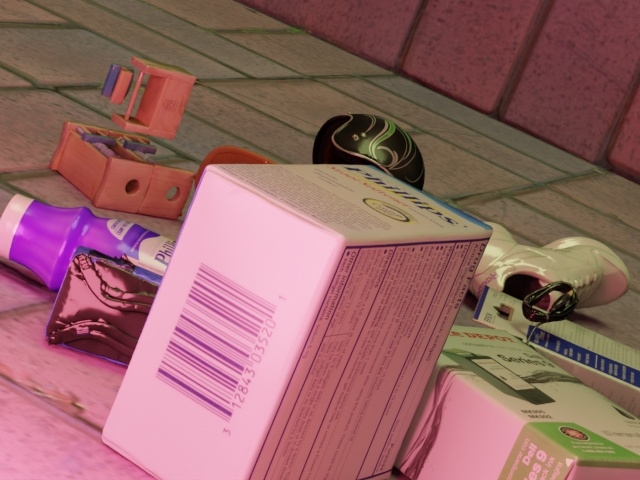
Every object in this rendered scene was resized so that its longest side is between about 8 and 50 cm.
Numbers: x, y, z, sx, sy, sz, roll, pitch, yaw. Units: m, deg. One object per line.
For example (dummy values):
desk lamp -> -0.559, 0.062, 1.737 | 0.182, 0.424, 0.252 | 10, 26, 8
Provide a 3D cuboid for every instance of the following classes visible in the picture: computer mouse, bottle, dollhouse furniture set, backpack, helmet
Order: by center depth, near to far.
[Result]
backpack -> -0.189, 0.062, 1.779 | 0.120, 0.098, 0.101 | 20, 10, -5
bottle -> -0.189, 0.034, 1.889 | 0.283, 0.092, 0.118 | 22, 15, 2
computer mouse -> 0.243, 0.111, 2.151 | 0.071, 0.041, 0.242 | 28, 42, 11
dollhouse furniture set -> -0.223, -0.140, 2.303 | 0.129, 0.183, 0.129 | 9, 18, -41
helmet -> 0.063, -0.099, 2.629 | 0.169, 0.169, 0.161 | 22, 30, 3

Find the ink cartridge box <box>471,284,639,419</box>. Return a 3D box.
ink cartridge box -> 0.351, 0.168, 2.255 | 0.371, 0.069, 0.176 | 25, 15, 4

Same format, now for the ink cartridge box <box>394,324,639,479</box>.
ink cartridge box -> 0.186, 0.192, 1.798 | 0.211, 0.121, 0.289 | 8, 19, -45

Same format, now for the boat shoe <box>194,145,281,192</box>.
boat shoe -> 0.000, 0.000, 2.275 | 0.342, 0.123, 0.123 | 30, 8, 19

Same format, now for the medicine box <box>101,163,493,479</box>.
medicine box -> -0.013, 0.080, 1.627 | 0.149, 0.263, 0.289 | 29, 16, 26

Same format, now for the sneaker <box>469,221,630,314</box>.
sneaker -> 0.309, 0.066, 2.541 | 0.305, 0.114, 0.152 | 7, 33, -33
